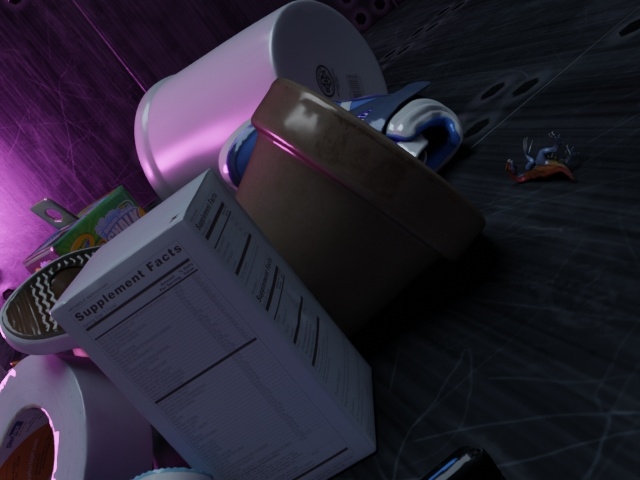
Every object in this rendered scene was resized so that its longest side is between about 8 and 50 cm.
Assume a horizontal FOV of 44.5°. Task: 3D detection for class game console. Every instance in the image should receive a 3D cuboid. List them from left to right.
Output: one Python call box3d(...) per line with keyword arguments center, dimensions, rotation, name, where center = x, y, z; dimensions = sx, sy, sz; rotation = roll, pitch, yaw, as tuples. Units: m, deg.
box3d(center=(0.050, 0.167, 0.484), dimensions=(0.122, 0.107, 0.071), rotation=(-39, 44, -4), name="game console")

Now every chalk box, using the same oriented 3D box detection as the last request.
box3d(center=(-0.401, 0.030, 1.423), dimensions=(0.180, 0.289, 0.179), rotation=(-17, 26, 51), name="chalk box")

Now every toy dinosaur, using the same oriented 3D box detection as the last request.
box3d(center=(0.232, -0.081, 0.841), dimensions=(0.082, 0.047, 0.090), rotation=(-48, 16, 44), name="toy dinosaur")

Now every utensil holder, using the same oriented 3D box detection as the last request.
box3d(center=(-0.110, -0.230, 1.476), dimensions=(0.385, 0.327, 0.327), rotation=(-21, 23, 42), name="utensil holder")

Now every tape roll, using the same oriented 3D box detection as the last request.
box3d(center=(-0.256, 0.221, 0.758), dimensions=(0.219, 0.072, 0.219), rotation=(-17, 64, 39), name="tape roll")

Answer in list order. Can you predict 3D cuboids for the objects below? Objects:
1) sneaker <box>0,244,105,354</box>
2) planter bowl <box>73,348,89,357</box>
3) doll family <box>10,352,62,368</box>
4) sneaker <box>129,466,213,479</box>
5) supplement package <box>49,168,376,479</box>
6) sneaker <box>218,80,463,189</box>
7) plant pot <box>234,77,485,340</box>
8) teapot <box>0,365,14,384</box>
box3d(center=(-0.196, 0.064, 0.827), dimensions=(0.290, 0.106, 0.123), rotation=(-29, -35, -41), name="sneaker")
box3d(center=(-0.176, 0.151, 0.898), dimensions=(0.217, 0.090, 0.217), rotation=(-6, -6, -1), name="planter bowl")
box3d(center=(-0.372, 0.241, 1.036), dimensions=(0.118, 0.163, 0.263), rotation=(-9, 1, -29), name="doll family")
box3d(center=(-0.165, 0.270, 0.616), dimensions=(0.228, 0.087, 0.092), rotation=(-44, 43, 28), name="sneaker")
box3d(center=(-0.077, 0.086, 0.657), dimensions=(0.139, 0.244, 0.134), rotation=(-33, 17, 13), name="supplement package")
box3d(center=(0.038, -0.130, 1.087), dimensions=(0.322, 0.130, 0.236), rotation=(-17, 20, -19), name="sneaker")
box3d(center=(0.000, 0.000, 0.802), dimensions=(0.229, 0.263, 0.263), rotation=(-55, 16, 1), name="plant pot")
box3d(center=(-0.667, 0.322, 1.395), dimensions=(0.256, 0.187, 0.252), rotation=(-24, 40, -14), name="teapot")
